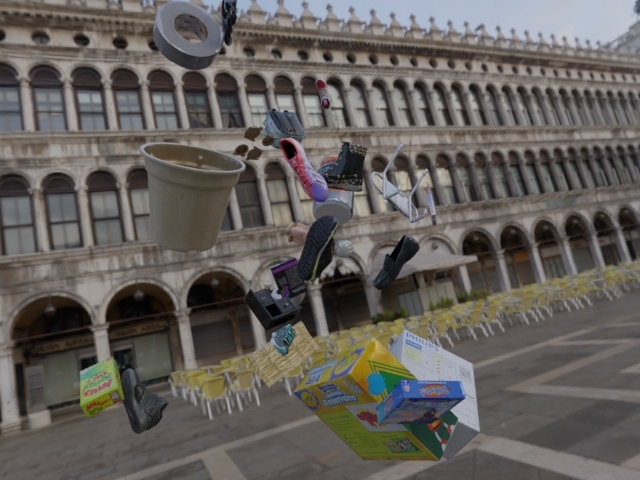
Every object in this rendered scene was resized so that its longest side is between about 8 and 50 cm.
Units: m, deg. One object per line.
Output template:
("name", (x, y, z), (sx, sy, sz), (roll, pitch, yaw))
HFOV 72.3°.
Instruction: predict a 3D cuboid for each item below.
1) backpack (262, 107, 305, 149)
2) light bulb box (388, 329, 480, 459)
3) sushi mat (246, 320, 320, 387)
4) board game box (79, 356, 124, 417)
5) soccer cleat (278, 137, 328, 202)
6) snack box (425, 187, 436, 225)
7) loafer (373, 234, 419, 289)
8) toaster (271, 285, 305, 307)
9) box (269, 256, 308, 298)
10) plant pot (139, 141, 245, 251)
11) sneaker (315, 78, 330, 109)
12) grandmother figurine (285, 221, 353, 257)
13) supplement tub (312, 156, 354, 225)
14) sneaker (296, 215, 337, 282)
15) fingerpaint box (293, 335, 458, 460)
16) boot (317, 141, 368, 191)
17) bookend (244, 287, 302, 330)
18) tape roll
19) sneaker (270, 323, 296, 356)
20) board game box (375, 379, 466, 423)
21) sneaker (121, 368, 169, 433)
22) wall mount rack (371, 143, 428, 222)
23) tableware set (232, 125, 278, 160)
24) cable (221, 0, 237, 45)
("backpack", (-0.165, -0.496, 2.012), (0.166, 0.188, 0.144), (-4, -44, -37))
("light bulb box", (0.438, 0.630, 1.829), (0.225, 0.358, 0.361), (-62, 2, 32))
("sushi mat", (-0.150, 0.475, 1.853), (0.317, 0.151, 0.019), (-27, -9, -40))
("board game box", (-0.593, 0.390, 1.184), (0.092, 0.043, 0.181), (-24, 23, -22))
("soccer cleat", (-0.059, -0.231, 1.443), (0.083, 0.247, 0.095), (-33, -14, 23))
("snack box", (0.480, -0.150, 1.902), (0.022, 0.178, 0.064), (-9, -45, 12))
("loafer", (0.253, 0.075, 1.542), (0.223, 0.078, 0.076), (-52, 21, 11))
("toaster", (-0.166, 0.282, 2.299), (0.227, 0.129, 0.146), (-49, -23, -26))
("box", (-0.134, 0.166, 1.864), (0.116, 0.162, 0.029), (-23, 15, -13))
("plant pot", (-0.447, -0.139, 1.484), (0.334, 0.305, 0.333), (13, 20, -5))
("sneaker", (0.012, -0.576, 1.734), (0.042, 0.067, 0.118), (-14, -43, 12))
("grandmother figurine", (0.000, 0.000, 2.117), (0.343, 0.104, 0.207), (19, -25, 23))
("supplement tub", (0.072, -0.260, 2.268), (0.207, 0.337, 0.207), (3, -36, 2))
("sneaker", (0.001, 0.027, 1.399), (0.097, 0.084, 0.234), (9, -66, -47))
("fingerpaint box", (0.161, 0.545, 1.468), (0.163, 0.371, 0.445), (-47, 1, -35))
("boot", (0.056, -0.285, 1.646), (0.237, 0.178, 0.085), (11, 9, 1))
("bookend", (-0.185, 0.248, 1.712), (0.157, 0.156, 0.072), (-15, -35, -44))
("tape roll", (-0.441, -0.686, 1.467), (0.219, 0.219, 0.072), (-7, -14, -31))
("sneaker", (-0.112, 0.306, 1.385), (0.076, 0.065, 0.166), (-40, 12, -1))
("board game box", (0.249, 0.417, 1.122), (0.160, 0.047, 0.210), (4, -38, -11))
("sneaker", (-0.639, 0.569, 1.590), (0.087, 0.227, 0.130), (-40, -22, 26))
("wall mount rack", (0.391, -0.257, 2.034), (0.131, 0.304, 0.350), (-28, -50, 37))
("tableware set", (-0.255, -0.370, 1.688), (0.141, 0.020, 0.169), (7, -43, -49))
("cable", (-0.311, -0.757, 1.499), (0.047, 0.184, 0.150), (-3, -46, -18))
